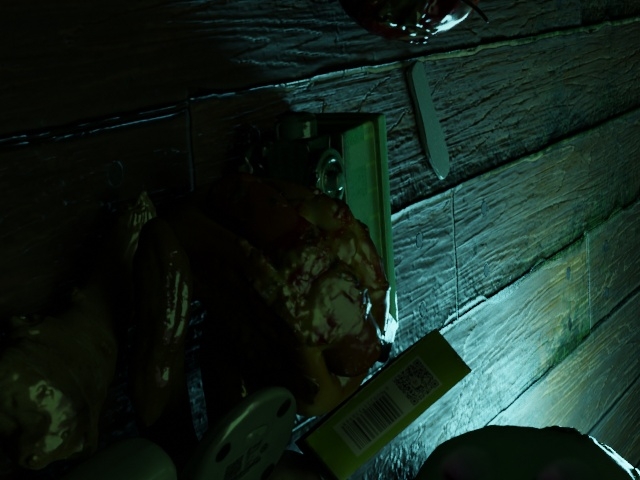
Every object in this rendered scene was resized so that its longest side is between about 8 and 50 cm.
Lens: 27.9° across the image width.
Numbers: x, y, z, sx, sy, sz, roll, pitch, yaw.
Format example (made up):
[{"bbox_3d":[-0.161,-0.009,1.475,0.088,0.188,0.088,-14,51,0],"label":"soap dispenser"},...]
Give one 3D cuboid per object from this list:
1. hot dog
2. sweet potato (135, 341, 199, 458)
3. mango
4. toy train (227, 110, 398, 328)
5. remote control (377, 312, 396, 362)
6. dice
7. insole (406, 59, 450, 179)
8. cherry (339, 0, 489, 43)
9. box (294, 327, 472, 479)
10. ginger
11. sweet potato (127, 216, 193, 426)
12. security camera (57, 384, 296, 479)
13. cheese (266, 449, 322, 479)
[{"bbox_3d":[-0.028,0.039,1.241,0.256,0.153,0.150,50,44,-5],"label":"hot dog"},{"bbox_3d":[-0.146,0.139,1.207,0.059,0.069,0.249,-33,128,-42],"label":"sweet potato"},{"bbox_3d":[-0.083,0.142,1.311,0.098,0.075,0.190,37,46,-59],"label":"mango"},{"bbox_3d":[0.000,0.000,1.422,0.202,0.120,0.300,-28,117,-60],"label":"toy train"},{"bbox_3d":[0.056,0.091,1.388,0.124,0.018,0.053,53,49,-59],"label":"remote control"},{"bbox_3d":[0.288,0.467,1.772,0.322,0.330,0.318,-64,145,-39],"label":"dice"},{"bbox_3d":[0.151,-0.165,1.803,0.063,0.010,0.192,-59,140,-43],"label":"insole"},{"bbox_3d":[0.108,-0.349,1.539,0.175,0.192,0.249,117,-12,-51],"label":"cherry"},{"bbox_3d":[0.060,0.183,1.392,0.175,0.062,0.260,-39,174,-9],"label":"box"},{"bbox_3d":[-0.205,0.070,1.097,0.131,0.086,0.294,57,35,-34],"label":"ginger"},{"bbox_3d":[-0.138,0.070,1.103,0.053,0.054,0.182,39,55,-84],"label":"sweet potato"},{"bbox_3d":[-0.138,0.216,1.148,0.301,0.080,0.157,-29,143,-43],"label":"security camera"},{"bbox_3d":[-0.063,0.333,1.331,0.235,0.117,0.218,-66,146,-37],"label":"cheese"}]
